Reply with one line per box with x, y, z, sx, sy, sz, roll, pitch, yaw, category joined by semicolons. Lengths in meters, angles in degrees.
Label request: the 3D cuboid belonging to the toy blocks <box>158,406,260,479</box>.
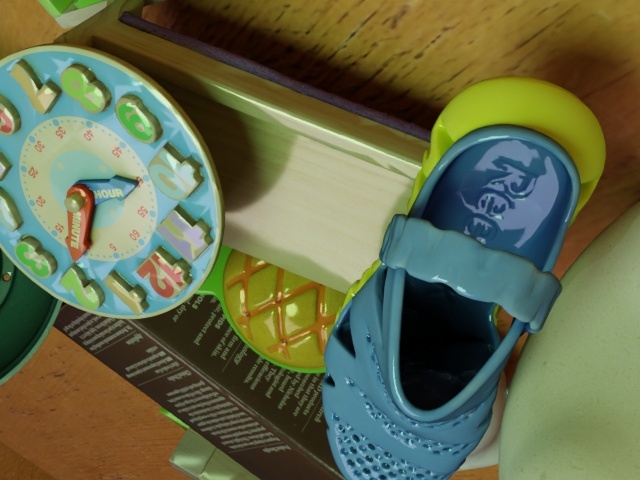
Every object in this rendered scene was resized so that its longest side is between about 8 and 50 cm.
-0.073;0.368;1.463;0.381;0.190;0.261;30;162;3;toy blocks

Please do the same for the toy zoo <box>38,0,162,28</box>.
-0.225;-0.288;0.711;0.192;0.030;0.293;0;138;44;toy zoo

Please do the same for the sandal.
0.065;0.060;0.596;0.126;0.138;0.317;18;128;6;sandal

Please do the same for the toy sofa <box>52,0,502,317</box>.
-0.013;-0.058;0.742;0.363;0.177;0.150;22;126;7;toy sofa

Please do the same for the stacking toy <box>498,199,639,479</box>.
0.383;0.181;0.636;0.480;0.350;0.351;31;156;-33;stacking toy

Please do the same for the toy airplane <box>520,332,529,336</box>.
0.245;0.107;0.866;0.151;0.028;0.151;24;152;14;toy airplane

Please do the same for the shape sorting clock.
-0.161;-0.034;0.679;0.206;0.040;0.206;9;123;15;shape sorting clock

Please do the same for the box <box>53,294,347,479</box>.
-0.113;0.139;1.157;0.381;0.143;0.191;41;150;-13;box

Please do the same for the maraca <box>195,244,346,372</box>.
-0.036;0.034;0.835;0.186;0.127;0.099;34;-171;12;maraca

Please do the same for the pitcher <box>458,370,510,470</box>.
0.152;0.158;0.965;0.178;0.125;0.207;-6;148;20;pitcher

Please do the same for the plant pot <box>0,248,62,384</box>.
-0.402;0.021;0.993;0.293;0.293;0.196;37;169;-8;plant pot
